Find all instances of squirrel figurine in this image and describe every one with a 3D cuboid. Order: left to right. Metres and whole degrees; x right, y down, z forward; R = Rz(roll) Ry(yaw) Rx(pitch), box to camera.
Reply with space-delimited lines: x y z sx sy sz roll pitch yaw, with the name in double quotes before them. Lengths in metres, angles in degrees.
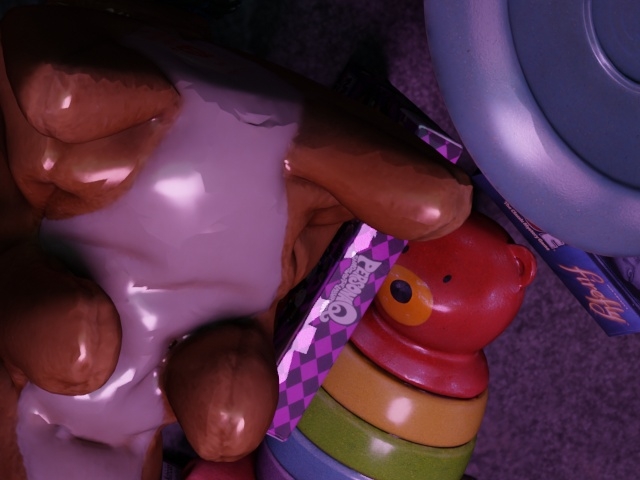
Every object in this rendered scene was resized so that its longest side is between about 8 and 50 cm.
"squirrel figurine" -0.154 0.039 1.207 0.281 0.397 0.370 12 108 -31

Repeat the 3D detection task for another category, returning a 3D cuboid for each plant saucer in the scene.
"plant saucer" 0.209 -0.148 1.274 0.317 0.043 0.318 7 78 -34

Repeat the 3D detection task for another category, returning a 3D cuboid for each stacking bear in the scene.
"stacking bear" 0.050 0.104 1.342 0.164 0.175 0.289 -3 127 -52

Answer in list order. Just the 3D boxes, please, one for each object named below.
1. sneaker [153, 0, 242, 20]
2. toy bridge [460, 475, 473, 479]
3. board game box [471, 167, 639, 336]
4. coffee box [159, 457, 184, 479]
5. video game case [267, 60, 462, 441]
"sneaker" -0.065 -0.238 1.292 0.083 0.087 0.221 22 118 -44
"toy bridge" 0.093 0.280 1.498 0.063 0.026 0.188 17 104 -15
"board game box" 0.223 -0.074 1.337 0.165 0.042 0.243 47 55 -20
"coffee box" -0.042 0.312 1.413 0.297 0.119 0.168 27 107 -12
"video game case" 0.000 0.000 1.300 0.042 0.210 0.232 28 100 -19
